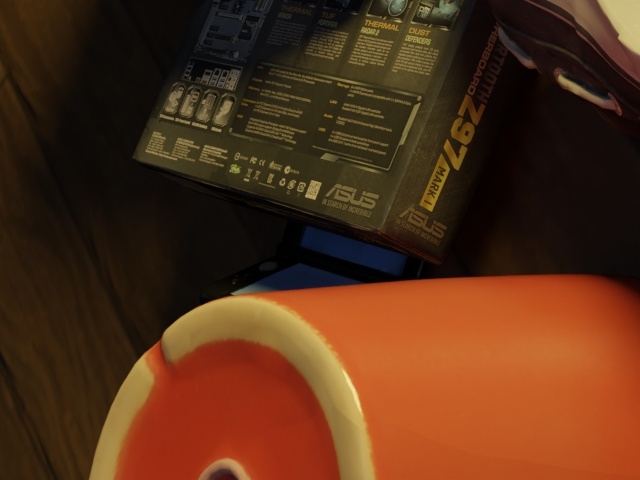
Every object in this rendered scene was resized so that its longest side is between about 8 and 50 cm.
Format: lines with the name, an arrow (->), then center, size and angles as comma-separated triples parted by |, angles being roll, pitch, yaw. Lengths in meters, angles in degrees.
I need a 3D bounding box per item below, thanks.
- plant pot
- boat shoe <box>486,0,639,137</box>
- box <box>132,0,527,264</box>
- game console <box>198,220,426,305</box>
plant pot -> 0.043, 0.135, 0.911 | 0.275, 0.243, 0.275 | -14, 70, 46
boat shoe -> 0.155, -0.093, 0.892 | 0.108, 0.102, 0.301 | -34, 33, -14
box -> 0.011, -0.099, 1.114 | 0.233, 0.059, 0.183 | 16, 83, 48
game console -> 0.000, 0.000, 1.121 | 0.122, 0.107, 0.071 | 16, 121, 49
